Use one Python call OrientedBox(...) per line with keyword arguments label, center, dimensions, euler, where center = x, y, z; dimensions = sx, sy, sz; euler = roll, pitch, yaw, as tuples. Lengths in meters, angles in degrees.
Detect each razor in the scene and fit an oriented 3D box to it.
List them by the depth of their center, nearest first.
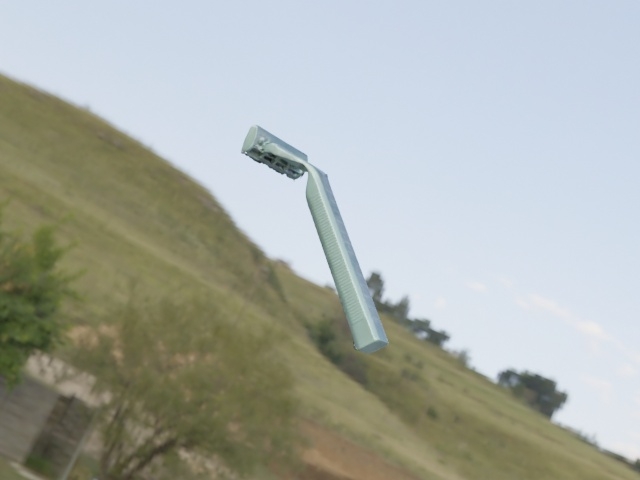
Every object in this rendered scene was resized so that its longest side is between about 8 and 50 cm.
OrientedBox(label="razor", center=(0.009, -0.005, 1.222), dimensions=(0.111, 0.056, 0.278), euler=(26, 32, -57))
